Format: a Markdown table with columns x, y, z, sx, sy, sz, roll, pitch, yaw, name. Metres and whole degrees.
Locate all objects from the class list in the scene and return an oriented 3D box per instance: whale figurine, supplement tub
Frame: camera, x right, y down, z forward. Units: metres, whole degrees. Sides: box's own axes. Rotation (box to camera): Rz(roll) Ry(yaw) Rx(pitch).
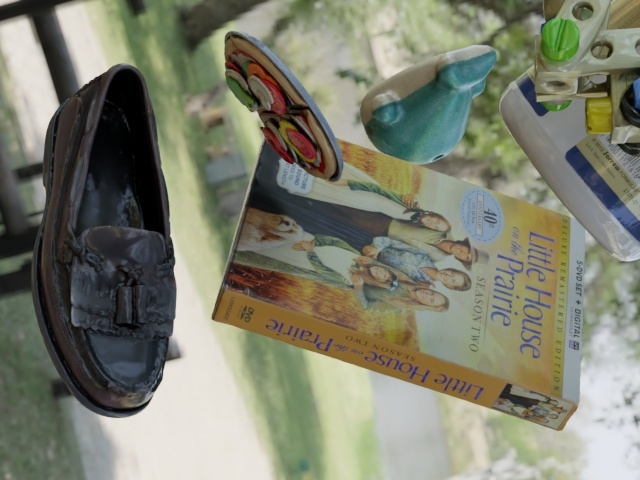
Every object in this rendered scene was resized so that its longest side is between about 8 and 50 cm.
| x | y | z | sx | sy | sz | roll | pitch | yaw | name |
| --- | --- | --- | --- | --- | --- | --- | --- | --- | --- |
| 0.178 | -0.207 | 2.198 | 0.272 | 0.216 | 0.141 | -33 | -103 | 59 | whale figurine |
| 0.365 | -0.155 | 1.440 | 0.228 | 0.316 | 0.228 | 47 | 14 | -16 | supplement tub |

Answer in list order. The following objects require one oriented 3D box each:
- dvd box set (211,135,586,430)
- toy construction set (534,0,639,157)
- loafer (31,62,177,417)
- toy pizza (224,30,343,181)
| x | y | z | sx | sy | sz | roll | pitch | yaw | name |
| --- | --- | --- | --- | --- | --- | --- | --- | --- | --- |
| 0.105 | 0.032 | 1.670 | 0.307 | 0.420 | 0.062 | -76 | -173 | -45 | dvd box set |
| 0.293 | -0.183 | 1.117 | 0.151 | 0.328 | 0.215 | 40 | 46 | -61 | toy construction set |
| -0.170 | -0.010 | 1.146 | 0.095 | 0.109 | 0.302 | -45 | -135 | 44 | loafer |
| -0.048 | -0.140 | 1.551 | 0.201 | 0.032 | 0.201 | 49 | -13 | 15 | toy pizza |
